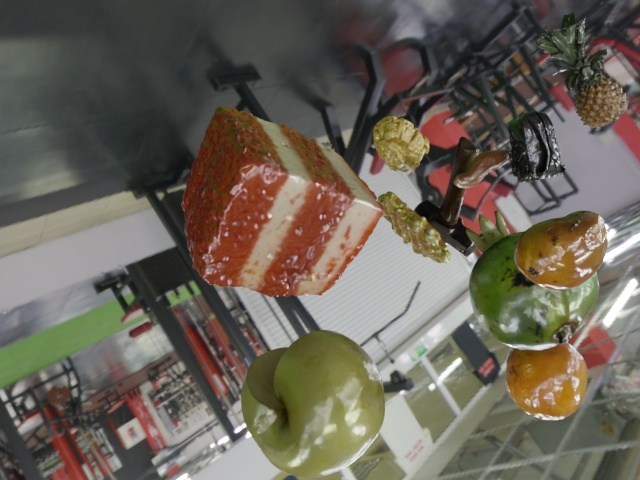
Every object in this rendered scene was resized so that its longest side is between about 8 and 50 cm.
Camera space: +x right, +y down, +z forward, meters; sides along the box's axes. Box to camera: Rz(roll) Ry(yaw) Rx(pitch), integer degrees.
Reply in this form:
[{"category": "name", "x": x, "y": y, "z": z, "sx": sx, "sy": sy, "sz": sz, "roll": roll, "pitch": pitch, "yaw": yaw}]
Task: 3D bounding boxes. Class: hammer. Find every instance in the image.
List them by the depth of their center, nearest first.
[{"category": "hammer", "x": 0.438, "y": -0.150, "z": 1.690, "sx": 0.095, "sy": 0.242, "sz": 0.409, "roll": -33, "pitch": 146, "yaw": -32}]

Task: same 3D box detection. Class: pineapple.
[{"category": "pineapple", "x": 0.616, "y": -0.399, "z": 1.249, "sx": 0.119, "sy": 0.277, "sz": 0.130, "roll": -49, "pitch": -158, "yaw": -23}]

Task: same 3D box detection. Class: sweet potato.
[{"category": "sweet potato", "x": 0.407, "y": -0.187, "z": 1.312, "sx": 0.202, "sy": 0.058, "sz": 0.055, "roll": -31, "pitch": 161, "yaw": -16}]

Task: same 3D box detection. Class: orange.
[{"category": "orange", "x": 0.713, "y": 0.433, "z": 1.659, "sx": 0.261, "sy": 0.261, "sz": 0.261, "roll": -33, "pitch": 173, "yaw": -5}]

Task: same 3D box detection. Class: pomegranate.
[{"category": "pomegranate", "x": 0.437, "y": 0.077, "z": 1.140, "sx": 0.260, "sy": 0.341, "sz": 0.260, "roll": -19, "pitch": 146, "yaw": -14}]

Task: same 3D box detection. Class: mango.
[{"category": "mango", "x": 0.358, "y": 0.012, "z": 0.756, "sx": 0.159, "sy": 0.105, "sz": 0.084, "roll": -23, "pitch": 172, "yaw": -12}]

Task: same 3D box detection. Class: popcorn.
[{"category": "popcorn", "x": 0.257, "y": -0.300, "z": 1.687, "sx": 0.140, "sy": 0.163, "sz": 0.194, "roll": -60, "pitch": 142, "yaw": -29}]

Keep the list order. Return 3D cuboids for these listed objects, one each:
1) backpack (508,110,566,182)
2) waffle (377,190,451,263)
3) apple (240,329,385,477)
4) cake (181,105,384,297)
[{"category": "backpack", "x": 0.510, "y": -0.223, "z": 1.266, "sx": 0.120, "sy": 0.165, "sz": 0.106, "roll": -10, "pitch": 175, "yaw": -32}, {"category": "waffle", "x": 0.285, "y": -0.041, "z": 1.633, "sx": 0.058, "sy": 0.281, "sz": 0.301, "roll": -43, "pitch": -144, "yaw": -4}, {"category": "apple", "x": -0.011, "y": 0.319, "z": 1.065, "sx": 0.254, "sy": 0.292, "sz": 0.292, "roll": 1, "pitch": 149, "yaw": -47}, {"category": "cake", "x": -0.084, "y": -0.062, "z": 1.031, "sx": 0.319, "sy": 0.269, "sz": 0.270, "roll": 15, "pitch": 117, "yaw": -30}]
